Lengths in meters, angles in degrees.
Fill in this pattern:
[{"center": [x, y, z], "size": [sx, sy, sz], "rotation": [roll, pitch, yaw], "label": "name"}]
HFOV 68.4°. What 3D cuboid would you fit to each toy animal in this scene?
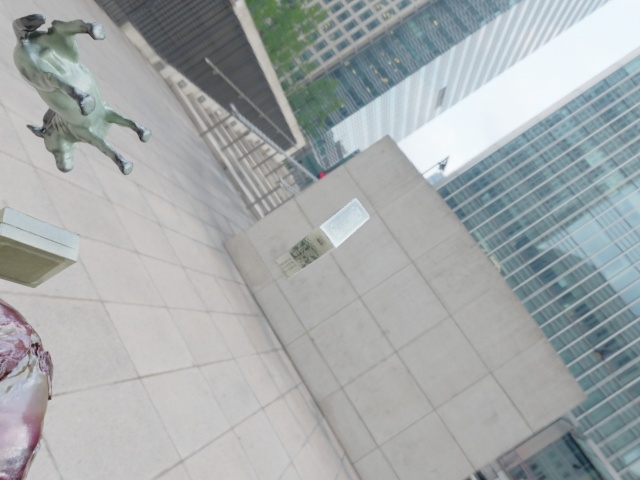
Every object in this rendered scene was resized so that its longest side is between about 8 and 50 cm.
[{"center": [-0.280, -0.155, 0.521], "size": [0.176, 0.073, 0.217], "rotation": [25, -30, 15], "label": "toy animal"}]

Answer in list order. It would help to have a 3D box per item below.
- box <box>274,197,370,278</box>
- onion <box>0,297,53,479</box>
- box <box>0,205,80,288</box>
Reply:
[{"center": [0.000, 0.000, 0.414], "size": [0.024, 0.054, 0.083], "rotation": [53, -39, -1], "label": "box"}, {"center": [-0.440, 0.196, 0.485], "size": [0.314, 0.314, 0.232], "rotation": [56, 5, 11], "label": "onion"}, {"center": [-0.305, 0.009, 0.475], "size": [0.083, 0.079, 0.035], "rotation": [35, 36, -49], "label": "box"}]
